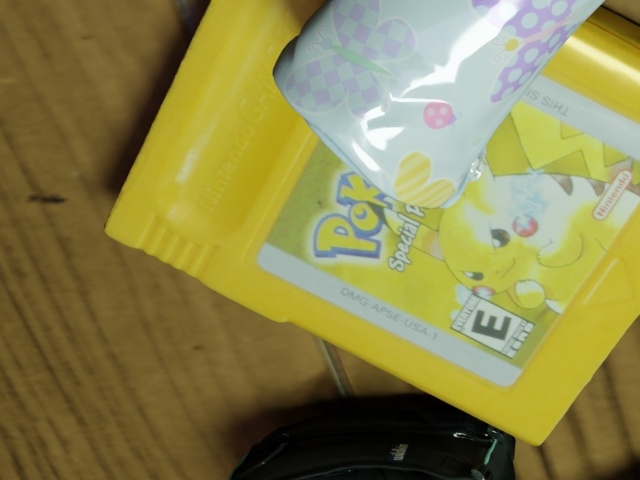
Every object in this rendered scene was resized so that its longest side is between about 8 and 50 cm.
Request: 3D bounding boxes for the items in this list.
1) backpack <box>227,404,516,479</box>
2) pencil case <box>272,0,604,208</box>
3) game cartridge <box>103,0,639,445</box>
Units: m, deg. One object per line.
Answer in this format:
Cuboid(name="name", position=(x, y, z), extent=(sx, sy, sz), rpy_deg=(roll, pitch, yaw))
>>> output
Cuboid(name="backpack", position=(0.033, 0.194, 1.087), extent=(0.188, 0.166, 0.144), rpy_deg=(1, 116, 16))
Cuboid(name="pencil case", position=(0.097, -0.144, 0.814), extent=(0.124, 0.113, 0.273), rpy_deg=(42, 107, 5))
Cuboid(name="game cartridge", position=(0.062, -0.042, 0.971), extent=(0.323, 0.053, 0.285), rpy_deg=(25, 123, -6))
